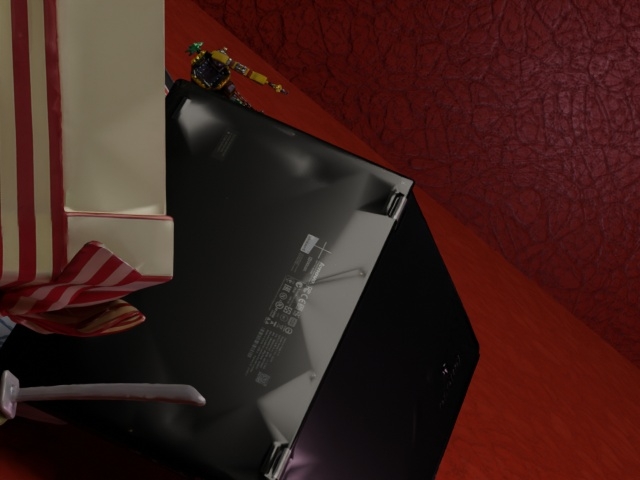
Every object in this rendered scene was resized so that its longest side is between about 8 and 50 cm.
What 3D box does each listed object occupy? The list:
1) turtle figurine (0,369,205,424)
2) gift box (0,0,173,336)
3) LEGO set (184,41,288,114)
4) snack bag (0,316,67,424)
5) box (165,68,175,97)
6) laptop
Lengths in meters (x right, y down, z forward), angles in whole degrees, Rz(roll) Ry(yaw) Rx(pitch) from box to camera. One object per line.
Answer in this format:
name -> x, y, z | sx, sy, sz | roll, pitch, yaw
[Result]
turtle figurine -> -0.243, 0.147, 0.802 | 0.266, 0.274, 0.198 | 39, -14, 17
gift box -> -0.253, -0.057, 0.919 | 0.255, 0.258, 0.276 | 1, -6, -20
LEGO set -> -0.133, -0.133, 1.787 | 0.331, 0.255, 0.192 | 53, -12, 4
snack bag -> -0.404, 0.021, 1.093 | 0.342, 0.037, 0.323 | 22, 23, -44
box -> -0.339, -0.208, 1.528 | 0.293, 0.073, 0.295 | -10, 56, -35
laptop -> -0.048, 0.117, 1.211 | 0.408, 0.236, 0.382 | 24, 55, 3
